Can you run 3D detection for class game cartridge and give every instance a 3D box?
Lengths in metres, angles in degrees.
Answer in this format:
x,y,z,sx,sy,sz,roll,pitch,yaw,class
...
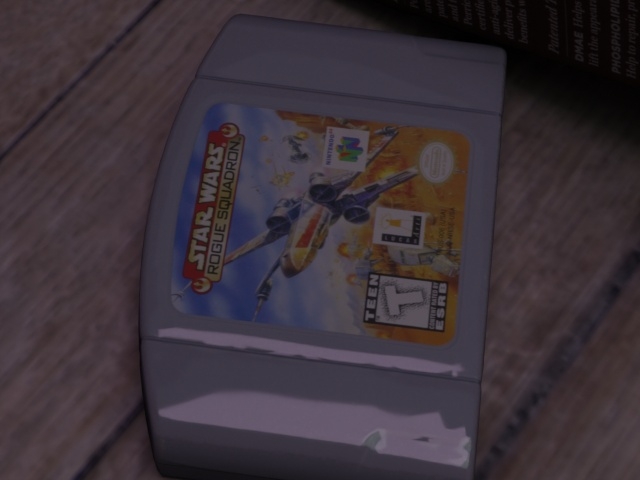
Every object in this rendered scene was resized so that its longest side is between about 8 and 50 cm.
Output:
x,y,z,sx,sy,sz,roll,pitch,yaw,class
0.000,0.000,0.878,0.198,0.062,0.297,9,60,-2,game cartridge

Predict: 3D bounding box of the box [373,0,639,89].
x,y,z,sx,sy,sz,roll,pitch,yaw,class
0.172,-0.210,0.907,0.381,0.143,0.191,25,60,26,box
